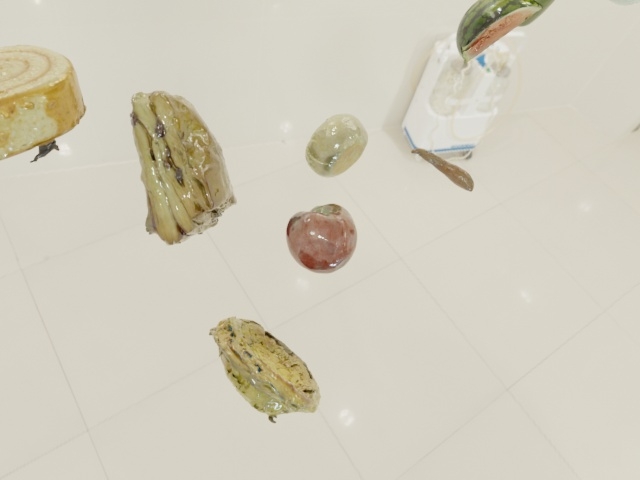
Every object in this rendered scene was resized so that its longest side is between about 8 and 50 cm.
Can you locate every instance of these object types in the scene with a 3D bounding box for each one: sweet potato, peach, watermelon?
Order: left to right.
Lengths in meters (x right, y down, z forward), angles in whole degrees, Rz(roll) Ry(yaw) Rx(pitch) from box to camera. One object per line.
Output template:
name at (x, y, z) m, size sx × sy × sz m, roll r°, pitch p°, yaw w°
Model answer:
peach at (0.000, 0.000, 0.995) m, size 0.152 × 0.152 × 0.152 m, roll 5°, pitch 57°, yaw -8°
sweet potato at (0.365, -0.217, 1.393) m, size 0.214 × 0.050 × 0.050 m, roll 34°, pitch 57°, yaw 2°
watermelon at (0.320, -0.409, 0.883) m, size 0.087 × 0.163 × 0.069 m, roll 47°, pitch 32°, yaw -17°

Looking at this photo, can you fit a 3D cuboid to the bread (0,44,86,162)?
bread at (-0.317, -0.136, 0.471) m, size 0.122 × 0.073 × 0.149 m, roll 35°, pitch 52°, yaw 24°

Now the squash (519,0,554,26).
squash at (0.460, -0.521, 0.951) m, size 0.066 × 0.252 × 0.066 m, roll 1°, pitch 79°, yaw -4°

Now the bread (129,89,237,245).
bread at (-0.332, -0.182, 1.201) m, size 0.192 × 0.314 × 0.369 m, roll -7°, pitch 98°, yaw 2°

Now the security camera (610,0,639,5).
security camera at (0.721, -0.654, 1.086) m, size 0.195 × 0.194 × 0.236 m, roll -19°, pitch 41°, yaw -22°

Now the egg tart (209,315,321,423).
egg tart at (-0.116, 0.270, 0.956) m, size 0.291 × 0.291 × 0.107 m, roll 41°, pitch 91°, yaw 15°

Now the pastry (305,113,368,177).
pastry at (0.041, -0.214, 1.085) m, size 0.156 × 0.156 × 0.092 m, roll -28°, pitch 71°, yaw -26°
